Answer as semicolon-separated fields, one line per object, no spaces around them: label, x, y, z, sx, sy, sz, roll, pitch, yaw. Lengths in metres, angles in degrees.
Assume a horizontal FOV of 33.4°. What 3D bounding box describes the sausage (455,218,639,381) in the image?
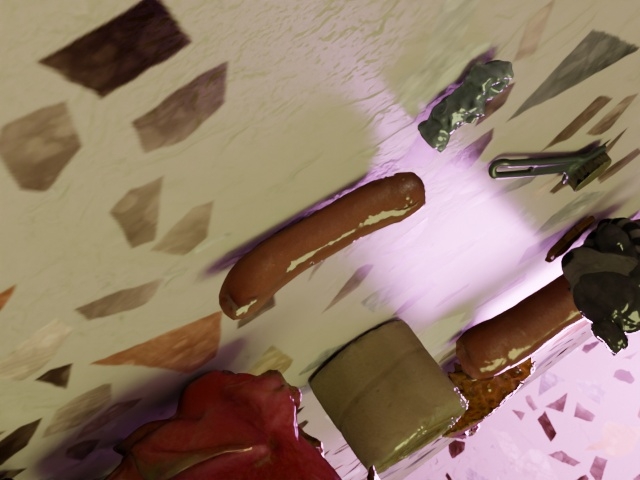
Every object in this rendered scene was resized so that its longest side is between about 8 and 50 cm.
sausage;0.397;0.091;1.710;0.419;0.094;0.094;-32;-176;-13

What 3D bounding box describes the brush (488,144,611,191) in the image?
brush;0.238;-0.072;1.098;0.062;0.027;0.266;-46;160;28

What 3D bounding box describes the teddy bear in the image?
teddy bear;0.420;0.039;1.509;0.171;0.144;0.251;-53;175;17

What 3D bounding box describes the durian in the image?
durian;0.292;0.251;1.922;0.191;0.112;0.341;-49;169;11

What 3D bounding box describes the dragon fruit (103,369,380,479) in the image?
dragon fruit;-0.066;0.262;0.991;0.226;0.305;0.305;-52;171;-26

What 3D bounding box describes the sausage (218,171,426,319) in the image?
sausage;0.000;0.000;0.812;0.186;0.043;0.043;-31;162;-18

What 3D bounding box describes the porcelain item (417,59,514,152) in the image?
porcelain item;0.107;-0.101;0.775;0.083;0.028;0.036;-45;158;25

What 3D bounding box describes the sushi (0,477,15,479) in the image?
sushi;-0.285;0.250;0.879;0.084;0.098;0.094;-17;136;-55

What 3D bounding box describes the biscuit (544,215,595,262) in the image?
biscuit;0.351;-0.003;1.505;0.092;0.016;0.082;-50;162;22

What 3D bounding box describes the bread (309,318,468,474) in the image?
bread;0.084;0.191;1.302;0.148;0.141;0.134;-30;163;-21
